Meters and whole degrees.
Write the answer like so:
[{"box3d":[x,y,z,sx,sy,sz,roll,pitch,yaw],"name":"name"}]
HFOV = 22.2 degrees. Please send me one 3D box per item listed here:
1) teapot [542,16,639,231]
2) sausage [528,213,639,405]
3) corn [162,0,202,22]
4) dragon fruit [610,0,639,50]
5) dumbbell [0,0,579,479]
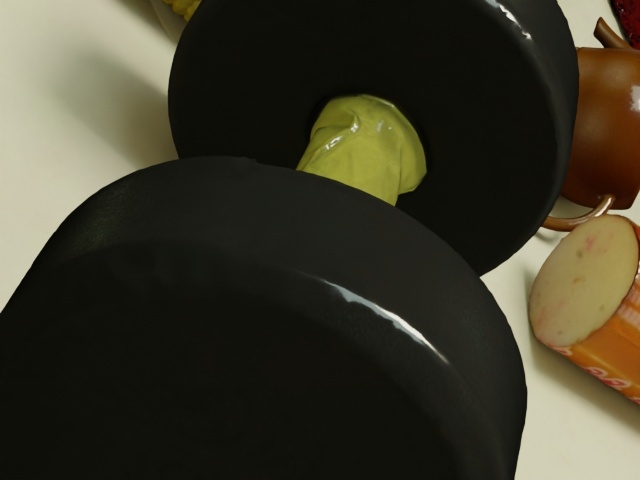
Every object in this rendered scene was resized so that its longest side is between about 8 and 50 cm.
[{"box3d":[0.176,-0.078,1.088,0.116,0.116,0.173,38,63,-16],"name":"teapot"},{"box3d":[0.274,0.097,1.033,0.312,0.093,0.093,33,38,-25],"name":"sausage"},{"box3d":[-0.050,-0.161,0.911,0.244,0.093,0.093,41,35,-15],"name":"corn"},{"box3d":[0.309,-0.171,1.325,0.096,0.102,0.147,14,57,-32],"name":"dragon fruit"},{"box3d":[0.000,0.000,0.717,0.204,0.204,0.322,40,35,-14],"name":"dumbbell"}]
